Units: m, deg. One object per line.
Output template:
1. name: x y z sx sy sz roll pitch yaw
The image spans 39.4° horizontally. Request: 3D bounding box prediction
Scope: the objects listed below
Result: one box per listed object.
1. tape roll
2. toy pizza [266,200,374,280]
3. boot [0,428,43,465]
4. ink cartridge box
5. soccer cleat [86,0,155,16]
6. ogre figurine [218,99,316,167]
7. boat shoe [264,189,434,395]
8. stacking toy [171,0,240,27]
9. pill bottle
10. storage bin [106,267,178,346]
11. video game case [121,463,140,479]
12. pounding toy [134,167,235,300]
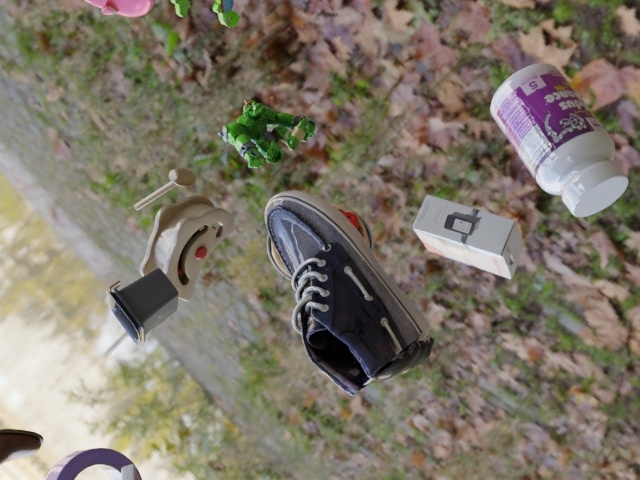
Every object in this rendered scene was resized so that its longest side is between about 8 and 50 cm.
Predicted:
1. tape roll: -0.454 0.512 1.785 0.189 0.189 0.080 49 146 -14
2. toy pizza: 0.000 0.000 1.669 0.201 0.201 0.032 34 150 21
3. boot: -0.260 0.206 0.693 0.114 0.106 0.037 63 144 36
4. ink cartridge box: 0.234 -0.005 1.393 0.150 0.063 0.109 19 166 26
5. soccer cleat: -0.256 -0.313 0.855 0.248 0.095 0.083 34 135 -14
6. ogre figurine: -0.104 -0.197 1.646 0.118 0.197 0.097 29 148 19
7. boat shoe: 0.006 0.069 1.299 0.340 0.158 0.127 45 129 16
8. stacking toy: -0.148 -0.399 1.176 0.167 0.052 0.221 32 127 53
9. pill bottle: 0.484 -0.200 1.803 0.169 0.169 0.302 88 158 -58
10. storage bin: -0.283 0.098 1.434 0.098 0.091 0.135 51 160 9
11. video game case: -0.270 0.536 1.459 0.204 0.025 0.285 -128 22 -70
12. pounding toy: -0.291 -0.025 1.867 0.155 0.154 0.270 32 110 34
